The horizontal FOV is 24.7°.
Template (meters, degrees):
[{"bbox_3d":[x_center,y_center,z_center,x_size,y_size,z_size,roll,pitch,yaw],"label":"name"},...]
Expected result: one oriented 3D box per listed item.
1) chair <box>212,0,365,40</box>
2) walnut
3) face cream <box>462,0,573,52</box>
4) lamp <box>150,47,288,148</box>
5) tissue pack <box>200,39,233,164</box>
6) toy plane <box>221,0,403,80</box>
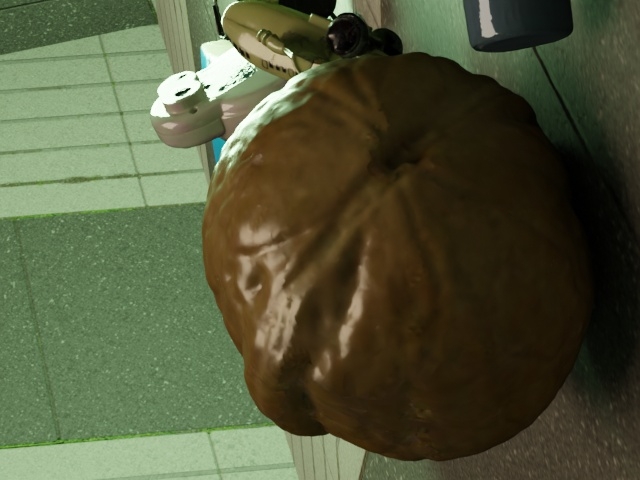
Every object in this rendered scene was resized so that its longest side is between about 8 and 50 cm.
[{"bbox_3d":[-0.040,-0.293,1.676,0.221,0.140,0.145,-130,28,-65],"label":"chair"},{"bbox_3d":[0.057,0.021,1.103,0.333,0.332,0.333,167,90,-81],"label":"walnut"},{"bbox_3d":[0.104,-0.319,0.956,0.135,0.086,0.385,170,92,-74],"label":"face cream"},{"bbox_3d":[-0.084,-0.170,1.773,0.179,0.246,0.108,-121,11,-64],"label":"lamp"},{"bbox_3d":[-0.100,-0.165,2.196,0.209,0.137,0.270,-125,23,-70],"label":"tissue pack"},{"bbox_3d":[0.008,-0.171,1.339,0.244,0.229,0.092,35,106,26],"label":"toy plane"}]
